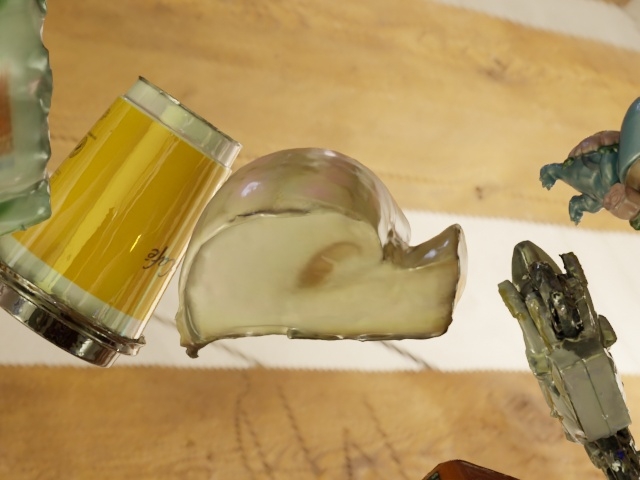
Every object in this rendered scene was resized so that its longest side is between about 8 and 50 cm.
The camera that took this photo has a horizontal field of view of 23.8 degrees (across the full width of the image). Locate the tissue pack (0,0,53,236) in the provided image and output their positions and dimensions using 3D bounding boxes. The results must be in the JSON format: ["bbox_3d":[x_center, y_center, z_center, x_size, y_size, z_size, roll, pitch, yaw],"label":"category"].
[{"bbox_3d":[-0.278,-0.056,0.514,0.311,0.128,0.228,-19,-139,-33],"label":"tissue pack"}]

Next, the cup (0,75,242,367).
[{"bbox_3d":[-0.209,-0.018,1.553,0.196,0.279,0.196,35,180,0],"label":"cup"}]

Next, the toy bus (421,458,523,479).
[{"bbox_3d":[0.249,0.276,1.189,0.409,0.092,0.093,21,-159,-18],"label":"toy bus"}]

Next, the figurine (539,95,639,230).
[{"bbox_3d":[0.283,-0.054,1.354,0.114,0.178,0.144,36,-131,-30],"label":"figurine"}]

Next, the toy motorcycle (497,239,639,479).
[{"bbox_3d":[0.208,0.101,1.245,0.152,0.073,0.225,-108,-6,-71],"label":"toy motorcycle"}]

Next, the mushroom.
[{"bbox_3d":[-0.002,-0.026,1.228,0.236,0.162,0.173,-3,-133,10],"label":"mushroom"}]
